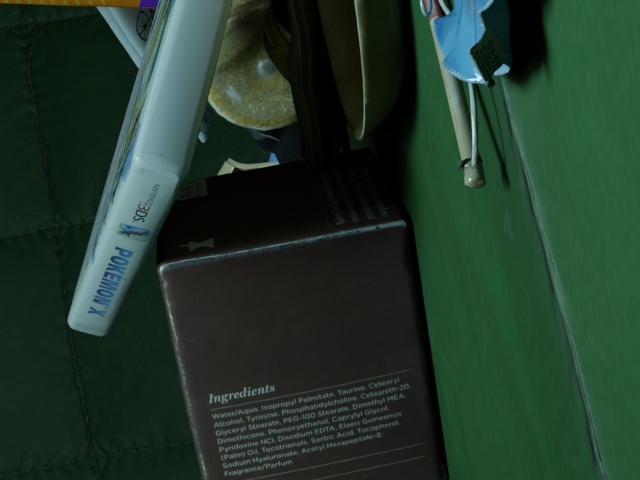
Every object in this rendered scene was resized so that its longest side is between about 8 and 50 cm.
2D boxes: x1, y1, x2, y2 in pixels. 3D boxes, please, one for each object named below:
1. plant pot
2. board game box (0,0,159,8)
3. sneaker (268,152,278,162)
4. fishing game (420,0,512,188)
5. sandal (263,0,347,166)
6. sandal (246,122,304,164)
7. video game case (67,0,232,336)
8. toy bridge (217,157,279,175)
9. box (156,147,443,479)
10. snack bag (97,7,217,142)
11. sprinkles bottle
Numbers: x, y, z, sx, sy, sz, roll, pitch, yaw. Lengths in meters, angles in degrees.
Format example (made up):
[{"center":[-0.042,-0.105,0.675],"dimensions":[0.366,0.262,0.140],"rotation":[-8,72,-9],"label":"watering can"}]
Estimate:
[{"center":[0.016,-0.177,0.834],"dimensions":[0.236,0.032,0.236],"rotation":[169,90,-86],"label":"plant pot"},{"center":[-0.269,-0.448,1.198],"dimensions":[0.356,0.356,0.356],"rotation":[121,142,-55],"label":"board game box"},{"center":[0.000,0.000,1.429],"dimensions":[0.090,0.081,0.232],"rotation":[169,96,-65],"label":"sneaker"},{"center":[0.037,-0.141,0.506],"dimensions":[0.264,0.041,0.189],"rotation":[83,177,-56],"label":"fishing game"},{"center":[-0.013,-0.139,0.998],"dimensions":[0.072,0.049,0.180],"rotation":[-40,-46,-55],"label":"sandal"},{"center":[-0.033,-0.123,1.360],"dimensions":[0.097,0.054,0.254],"rotation":[-64,18,8],"label":"sandal"},{"center":[-0.098,-0.130,0.975],"dimensions":[0.300,0.036,0.329],"rotation":[128,157,-63],"label":"video game case"},{"center":[-0.027,-0.039,1.393],"dimensions":[0.188,0.063,0.026],"rotation":[32,-177,38],"label":"toy bridge"},{"center":[-0.018,0.065,1.017],"dimensions":[0.168,0.167,0.203],"rotation":[-106,7,-68],"label":"box"},{"center":[-0.149,-0.334,1.564],"dimensions":[0.323,0.037,0.342],"rotation":[57,-138,-50],"label":"snack bag"},{"center":[-0.071,-0.231,1.371],"dimensions":[0.355,0.121,0.121],"rotation":[-106,6,-59],"label":"sprinkles bottle"}]
